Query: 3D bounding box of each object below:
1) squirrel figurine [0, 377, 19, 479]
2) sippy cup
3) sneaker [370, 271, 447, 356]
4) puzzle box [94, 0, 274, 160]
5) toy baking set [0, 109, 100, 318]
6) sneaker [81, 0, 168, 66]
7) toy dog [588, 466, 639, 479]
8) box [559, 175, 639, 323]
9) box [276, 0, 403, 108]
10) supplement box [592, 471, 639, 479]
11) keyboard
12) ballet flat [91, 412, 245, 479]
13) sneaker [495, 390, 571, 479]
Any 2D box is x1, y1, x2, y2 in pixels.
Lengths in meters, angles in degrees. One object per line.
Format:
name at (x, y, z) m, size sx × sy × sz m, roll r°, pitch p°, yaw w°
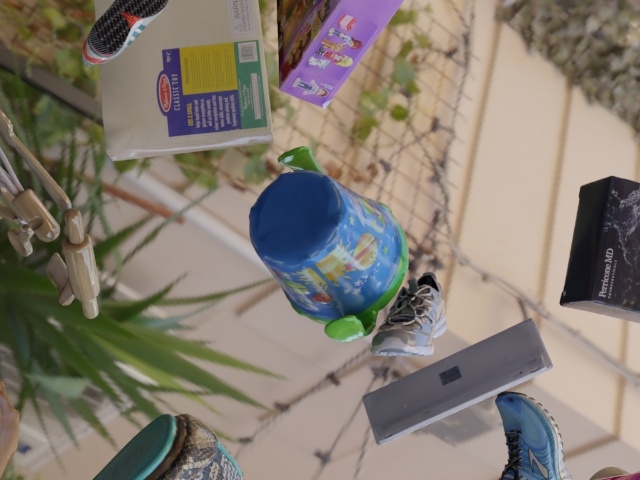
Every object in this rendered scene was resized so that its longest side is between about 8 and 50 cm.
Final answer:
squirrel figurine at (-0.446, 0.237, 0.837) m, size 0.371 × 0.281 × 0.396 m, roll 2°, pitch -98°, yaw 16°
sippy cup at (0.000, 0.000, 1.698) m, size 0.305 × 0.224 × 0.240 m, roll 34°, pitch -94°, yaw 31°
sneaker at (0.145, 0.123, 1.750) m, size 0.281 × 0.105 × 0.115 m, roll -33°, pitch 121°, yaw -72°
puzzle box at (-0.232, -0.341, 1.718) m, size 0.052 × 0.272 × 0.408 m, roll 90°, pitch -6°, yaw -76°
toy baking set at (-0.311, -0.025, 1.112) m, size 0.030 × 0.197 × 0.256 m, roll -40°, pitch 155°, yaw -32°
sneaker at (-0.270, -0.294, 1.411) m, size 0.075 × 0.057 × 0.161 m, roll -27°, pitch -156°, yaw 52°
toy dog at (0.507, 0.379, 1.385) m, size 0.161 × 0.334 × 0.220 m, roll -54°, pitch -140°, yaw -1°
box at (0.390, 0.018, 1.260) m, size 0.093 × 0.158 × 0.156 m, roll 152°, pitch -50°, yaw -78°
box at (0.048, -0.298, 1.006) m, size 0.293 × 0.057 × 0.201 m, roll -51°, pitch -150°, yaw 38°
supplement box at (0.203, 0.270, 0.839) m, size 0.111 × 0.114 × 0.220 m, roll -35°, pitch 174°, yaw -23°
keyboard at (0.172, 0.184, 1.344) m, size 0.256 × 0.014 × 0.072 m, roll -28°, pitch -124°, yaw 19°
ballet flat at (-0.298, 0.401, 1.345) m, size 0.483 × 0.182 × 0.164 m, roll -34°, pitch -153°, yaw 15°
sneaker at (0.230, 0.245, 1.154) m, size 0.073 × 0.162 × 0.063 m, roll -18°, pitch 173°, yaw -22°
